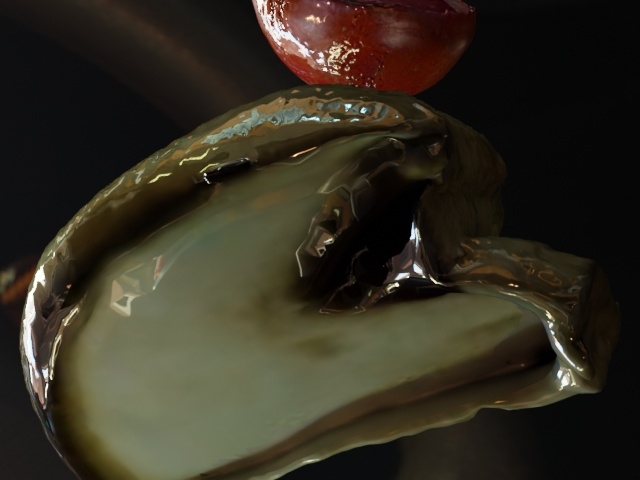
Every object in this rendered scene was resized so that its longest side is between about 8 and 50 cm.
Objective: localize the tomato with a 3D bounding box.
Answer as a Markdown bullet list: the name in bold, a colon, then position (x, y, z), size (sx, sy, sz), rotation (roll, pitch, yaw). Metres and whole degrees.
- **tomato**: position (0.024, -0.159, 1.427), size (0.189, 0.173, 0.099), rotation (31, 116, 52)

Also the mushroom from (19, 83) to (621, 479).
- **mushroom**: position (-0.008, -0.005, 0.947), size (0.292, 0.217, 0.212), rotation (-9, 40, 23)
